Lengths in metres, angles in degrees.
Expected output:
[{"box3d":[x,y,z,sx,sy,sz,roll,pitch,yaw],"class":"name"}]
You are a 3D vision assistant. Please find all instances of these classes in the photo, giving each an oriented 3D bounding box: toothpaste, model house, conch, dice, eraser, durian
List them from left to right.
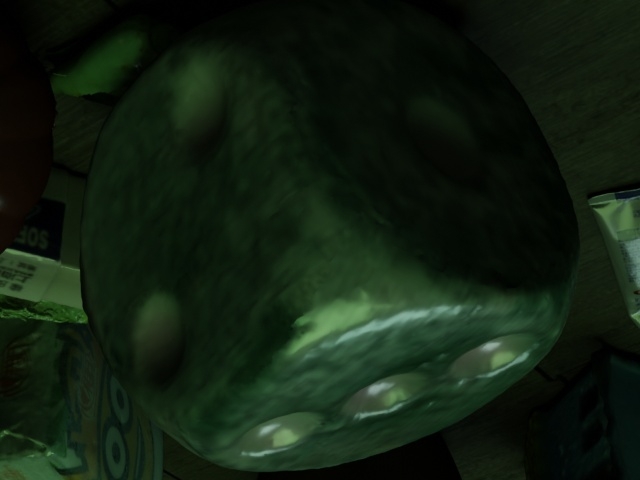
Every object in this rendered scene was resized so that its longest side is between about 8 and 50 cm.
[{"box3d":[-0.347,-0.026,1.715,0.279,0.124,0.081,15,140,-21],"class":"eraser"},{"box3d":[-0.334,0.028,1.803,0.215,0.100,0.086,18,136,-21],"class":"durian"},{"box3d":[-0.182,-0.156,1.609,0.170,0.079,0.106,-11,135,34],"class":"conch"},{"box3d":[0.000,0.000,1.549,0.328,0.330,0.348,5,146,-41],"class":"dice"},{"box3d":[0.357,0.310,2.104,0.215,0.237,0.303,15,140,-19],"class":"model house"},{"box3d":[0.369,0.032,1.902,0.096,0.061,0.266,-12,134,14],"class":"toothpaste"}]

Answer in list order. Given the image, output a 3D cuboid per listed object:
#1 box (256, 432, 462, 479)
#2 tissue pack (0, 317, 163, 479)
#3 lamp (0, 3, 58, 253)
[{"box3d":[0.050,0.359,2.159,0.301,0.216,0.301,-1,143,-1],"class":"box"},{"box3d":[-0.284,0.227,1.958,0.128,0.228,0.311,-11,140,12],"class":"tissue pack"},{"box3d":[-0.384,-0.099,1.507,0.303,0.257,0.303,0,101,-2],"class":"lamp"}]
